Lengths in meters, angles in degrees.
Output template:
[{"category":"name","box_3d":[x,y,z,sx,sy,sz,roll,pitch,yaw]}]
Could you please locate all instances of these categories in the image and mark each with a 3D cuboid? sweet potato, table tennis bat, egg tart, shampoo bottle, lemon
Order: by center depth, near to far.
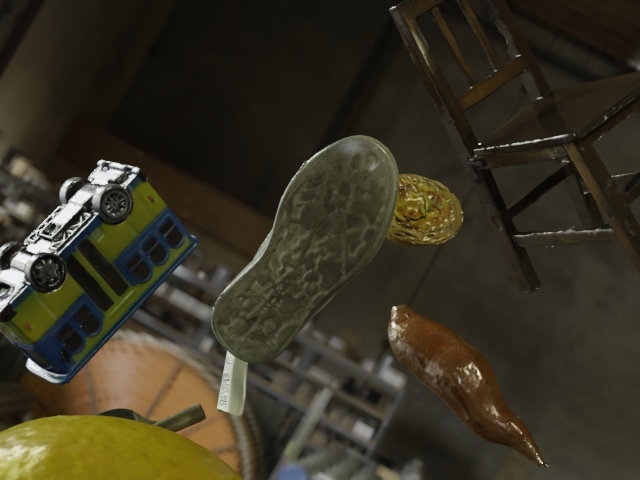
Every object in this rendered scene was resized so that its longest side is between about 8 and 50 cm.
[{"category":"lemon","box_3d":[-0.160,0.242,1.051,0.288,0.234,0.233,12,-5,3]},{"category":"sweet potato","box_3d":[0.119,0.119,1.185,0.195,0.056,0.056,48,6,28]},{"category":"egg tart","box_3d":[0.118,-0.030,1.827,0.128,0.129,0.049,28,-45,18]},{"category":"shampoo bottle","box_3d":[-0.130,0.200,2.242,0.034,0.141,0.049,10,-3,-28]},{"category":"table tennis bat","box_3d":[-0.301,0.323,2.332,0.138,0.246,0.022,61,-13,22]}]

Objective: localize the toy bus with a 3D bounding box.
[{"category":"toy bus","box_3d":[-0.330,0.040,2.012,0.138,0.288,0.175,14,-33,55]}]

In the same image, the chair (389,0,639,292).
[{"category":"chair","box_3d":[0.304,-0.162,1.829,0.240,0.203,0.416,-6,-66,54]}]

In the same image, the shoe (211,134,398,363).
[{"category":"shoe","box_3d":[0.000,0.000,1.673,0.124,0.316,0.159,42,25,4]}]
